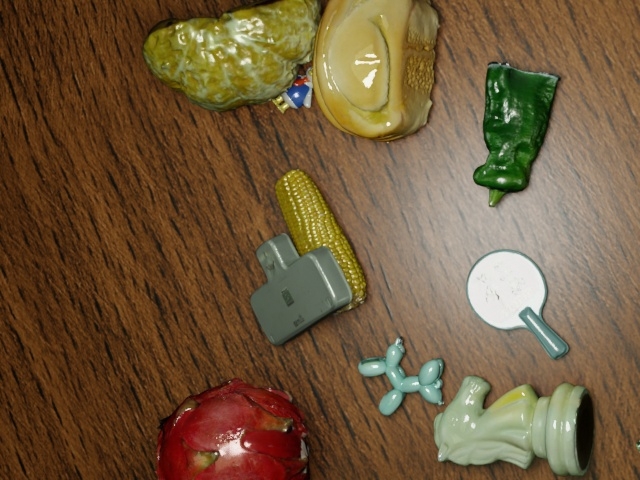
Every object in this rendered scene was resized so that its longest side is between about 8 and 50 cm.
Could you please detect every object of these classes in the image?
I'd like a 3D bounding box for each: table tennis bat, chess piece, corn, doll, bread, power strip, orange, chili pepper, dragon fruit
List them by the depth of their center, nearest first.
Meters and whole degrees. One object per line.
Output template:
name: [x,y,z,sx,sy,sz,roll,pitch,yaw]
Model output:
chess piece: [0.357,0.348,1.836,0.298,0.175,0.176,-1,90,28]
bread: [0.085,-0.343,1.845,0.211,0.270,0.316,5,98,28]
chili pepper: [0.361,-0.195,1.850,0.136,0.099,0.271,13,87,-10]
table tennis bat: [0.387,0.128,1.874,0.153,0.040,0.244,-42,75,11]
dragon fruit: [-0.166,0.422,1.900,0.301,0.295,0.296,-9,88,0]
orange: [-0.167,-0.366,1.904,0.368,0.271,0.210,-9,94,12]
power strip: [-0.056,0.083,1.910,0.265,0.059,0.194,-37,78,50]
doll: [0.172,0.274,1.917,0.158,0.059,0.159,-36,80,13]
corn: [0.000,0.000,1.946,0.106,0.106,0.305,-27,80,14]
doll: [-0.034,-0.317,1.978,0.143,0.057,0.099,-37,64,7]

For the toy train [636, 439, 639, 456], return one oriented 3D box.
toy train: [0.634,0.376,1.808,0.092,0.029,0.045,-34,74,14]
